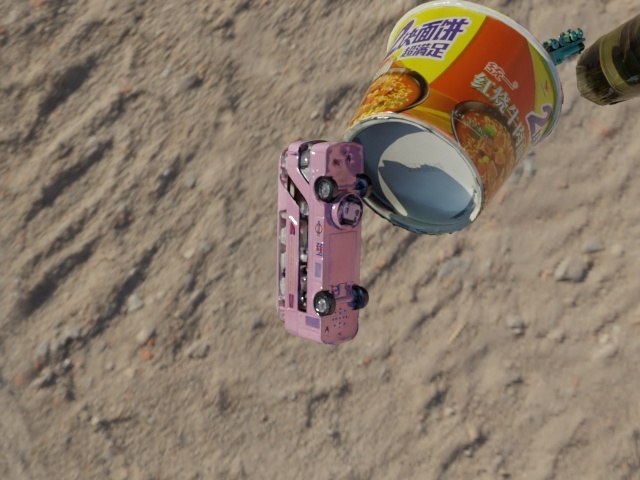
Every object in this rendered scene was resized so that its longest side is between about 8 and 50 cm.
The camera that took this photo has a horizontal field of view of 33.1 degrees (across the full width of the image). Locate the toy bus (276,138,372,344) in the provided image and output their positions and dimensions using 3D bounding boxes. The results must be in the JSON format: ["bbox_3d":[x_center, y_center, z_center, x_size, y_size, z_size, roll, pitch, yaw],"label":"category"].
[{"bbox_3d":[0.000,0.000,1.081,0.090,0.063,0.203,12,104,45],"label":"toy bus"}]

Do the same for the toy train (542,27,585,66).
[{"bbox_3d":[0.387,-0.306,1.701,0.029,0.092,0.045,-2,110,53],"label":"toy train"}]

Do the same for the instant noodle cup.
[{"bbox_3d":[0.129,-0.119,1.143,0.213,0.174,0.213,22,144,17],"label":"instant noodle cup"}]

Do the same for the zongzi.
[{"bbox_3d":[0.606,-0.329,1.817,0.288,0.286,0.134,-16,87,-27],"label":"zongzi"}]
